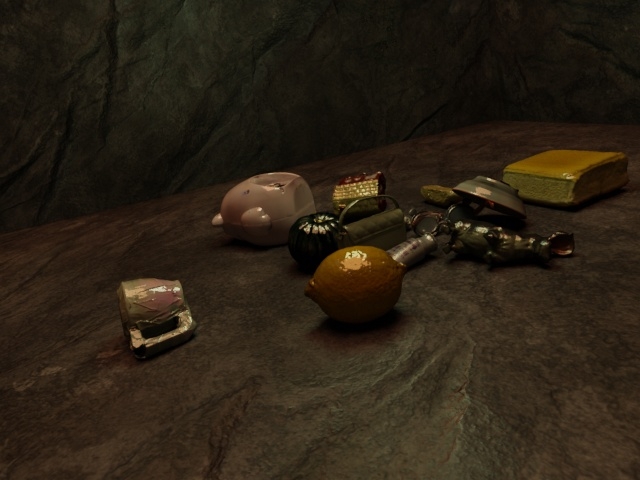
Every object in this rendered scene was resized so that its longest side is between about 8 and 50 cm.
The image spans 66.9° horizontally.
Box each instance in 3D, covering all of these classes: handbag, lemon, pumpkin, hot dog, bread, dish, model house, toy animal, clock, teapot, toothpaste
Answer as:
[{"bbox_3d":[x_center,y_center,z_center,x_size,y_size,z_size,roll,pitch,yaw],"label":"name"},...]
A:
[{"bbox_3d":[0.156,-0.033,1.495,0.256,0.219,0.079,-20,23,-30],"label":"handbag"},{"bbox_3d":[0.087,0.104,1.175,0.256,0.188,0.188,-14,18,2],"label":"lemon"},{"bbox_3d":[0.000,0.000,1.575,0.220,0.162,0.220,-4,28,2],"label":"pumpkin"},{"bbox_3d":[0.497,-0.180,1.974,0.084,0.073,0.242,-12,15,-18],"label":"hot dog"},{"bbox_3d":[0.905,-0.236,1.807,0.323,0.143,0.333,-19,20,-20],"label":"bread"},{"bbox_3d":[0.584,-0.159,1.638,0.260,0.085,0.260,22,5,-2],"label":"dish"},{"bbox_3d":[0.163,-0.169,1.997,0.195,0.160,0.254,-5,21,18],"label":"model house"},{"bbox_3d":[0.515,0.010,1.356,0.343,0.106,0.168,9,18,31],"label":"toy animal"},{"bbox_3d":[-0.226,-0.136,1.957,0.376,0.251,0.368,-2,20,24],"label":"clock"},{"bbox_3d":[-0.430,0.182,1.273,0.178,0.163,0.221,-11,17,-24],"label":"teapot"},{"bbox_3d":[0.213,0.062,1.433,0.299,0.073,0.114,-25,33,-21],"label":"toothpaste"}]

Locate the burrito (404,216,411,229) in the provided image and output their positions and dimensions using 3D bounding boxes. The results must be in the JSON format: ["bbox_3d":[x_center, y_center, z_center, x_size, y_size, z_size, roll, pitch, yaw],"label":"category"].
[{"bbox_3d":[0.260,-0.038,1.705,0.064,0.064,0.203,3,24,35],"label":"burrito"}]

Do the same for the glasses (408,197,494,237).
[{"bbox_3d":[0.423,-0.100,1.555,0.234,0.118,0.268,-10,-13,-4],"label":"glasses"}]
